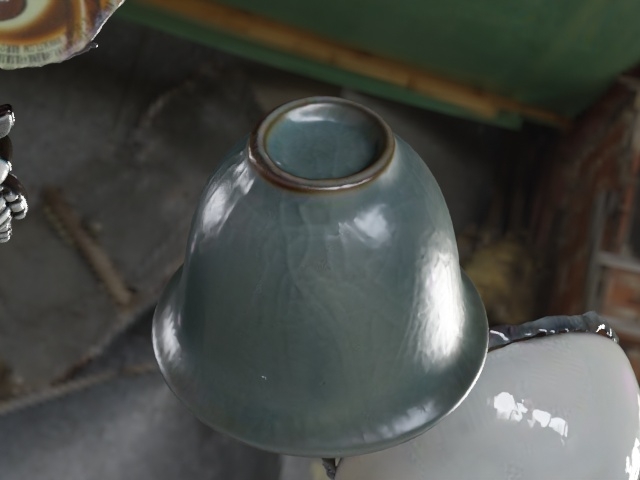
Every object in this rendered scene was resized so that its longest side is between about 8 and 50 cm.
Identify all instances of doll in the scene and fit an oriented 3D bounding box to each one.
[{"bbox_3d":[-0.313,-0.057,1.643,0.091,0.067,0.219,1,-30,-3],"label":"doll"}]

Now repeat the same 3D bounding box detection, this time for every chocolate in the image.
[{"bbox_3d":[-0.268,-0.266,1.604,0.221,0.221,0.147,23,17,-20],"label":"chocolate"}]

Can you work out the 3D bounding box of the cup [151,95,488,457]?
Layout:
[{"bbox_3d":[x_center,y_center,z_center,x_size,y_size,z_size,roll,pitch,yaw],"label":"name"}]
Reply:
[{"bbox_3d":[0.000,0.000,1.029,0.199,0.199,0.150,11,-46,11],"label":"cup"}]

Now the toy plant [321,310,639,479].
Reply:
[{"bbox_3d":[0.165,0.246,1.228,0.247,0.332,0.247,-20,-27,-10],"label":"toy plant"}]
